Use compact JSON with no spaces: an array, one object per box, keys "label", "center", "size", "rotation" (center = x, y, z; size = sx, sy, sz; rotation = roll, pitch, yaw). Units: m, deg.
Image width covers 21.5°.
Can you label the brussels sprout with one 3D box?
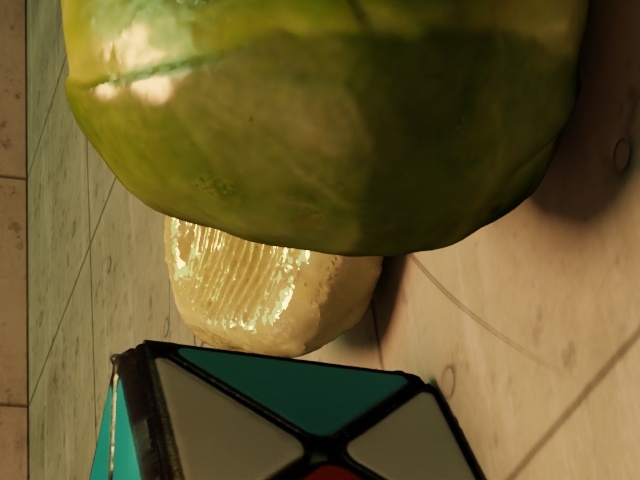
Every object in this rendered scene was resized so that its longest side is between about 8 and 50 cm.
[{"label":"brussels sprout","center":[0.024,-0.137,1.070],"size":[0.371,0.314,0.276],"rotation":[-47,-53,-61]}]

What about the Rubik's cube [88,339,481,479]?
[{"label":"Rubik's cube","center":[-0.032,0.243,1.166],"size":[0.246,0.250,0.248],"rotation":[-116,39,-58]}]

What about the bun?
[{"label":"bun","center":[-0.026,-0.007,1.394],"size":[0.231,0.133,0.231],"rotation":[-10,76,42]}]
